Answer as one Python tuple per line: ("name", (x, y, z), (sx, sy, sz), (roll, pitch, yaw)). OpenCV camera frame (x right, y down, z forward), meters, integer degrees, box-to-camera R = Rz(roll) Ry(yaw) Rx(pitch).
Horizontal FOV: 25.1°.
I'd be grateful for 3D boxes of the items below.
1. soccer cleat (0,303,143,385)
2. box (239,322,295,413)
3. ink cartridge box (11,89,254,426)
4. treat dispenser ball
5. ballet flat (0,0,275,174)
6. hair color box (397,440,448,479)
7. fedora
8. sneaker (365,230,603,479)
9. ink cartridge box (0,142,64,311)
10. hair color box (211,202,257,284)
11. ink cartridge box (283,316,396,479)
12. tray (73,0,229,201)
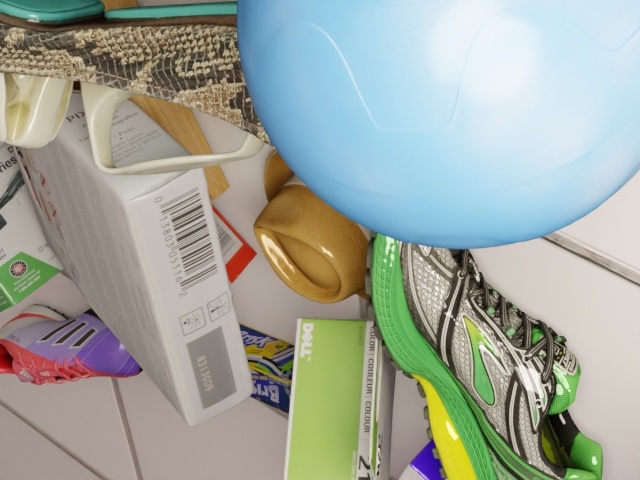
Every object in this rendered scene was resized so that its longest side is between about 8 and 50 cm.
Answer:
("soccer cleat", (-0.352, 0.158, 1.963), (0.318, 0.116, 0.108), (4, 126, 51))
("box", (-0.070, 0.143, 1.646), (0.169, 0.054, 0.059), (19, 137, 42))
("ink cartridge box", (-0.220, -0.029, 1.522), (0.385, 0.091, 0.308), (44, 154, 44))
("treat dispenser ball", (0.091, -0.138, 0.908), (0.288, 0.288, 0.288), (33, 145, 27))
("ballet flat", (-0.200, -0.151, 1.283), (0.483, 0.164, 0.182), (12, 106, 22))
("hair color box", (0.148, 0.331, 1.518), (0.185, 0.110, 0.339), (41, 146, 13))
("fedora", (0.000, 0.000, 1.378), (0.194, 0.079, 0.194), (33, 145, 27))
("sneaker", (0.150, 0.085, 1.263), (0.146, 0.134, 0.343), (-16, 109, 31))
("ink cartridge box", (-0.400, -0.037, 1.782), (0.208, 0.153, 0.087), (55, 148, -9))
("hair color box", (-0.153, 0.011, 1.602), (0.093, 0.053, 0.167), (49, 149, -16))
("ink cartridge box", (0.016, 0.156, 1.350), (0.097, 0.189, 0.255), (2, 154, 7))
("tray", (-0.260, -0.215, 1.489), (0.203, 0.076, 0.411), (5, 126, 50))
